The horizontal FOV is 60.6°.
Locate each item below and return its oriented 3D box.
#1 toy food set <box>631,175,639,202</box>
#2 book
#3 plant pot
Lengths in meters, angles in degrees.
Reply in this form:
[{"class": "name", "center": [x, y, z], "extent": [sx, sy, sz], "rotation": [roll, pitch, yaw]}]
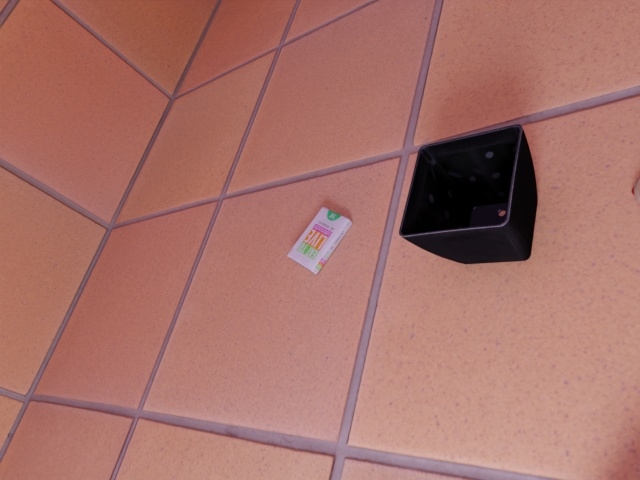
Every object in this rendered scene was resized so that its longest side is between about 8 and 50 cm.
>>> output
[{"class": "toy food set", "center": [0.515, -0.081, 0.823], "extent": [0.082, 0.020, 0.083], "rotation": [-26, 46, 29]}, {"class": "book", "center": [0.000, 0.000, 1.262], "extent": [0.096, 0.035, 0.144], "rotation": [27, 80, 47]}, {"class": "plant pot", "center": [0.271, -0.056, 0.927], "extent": [0.188, 0.167, 0.188], "rotation": [-7, 56, 42]}]
